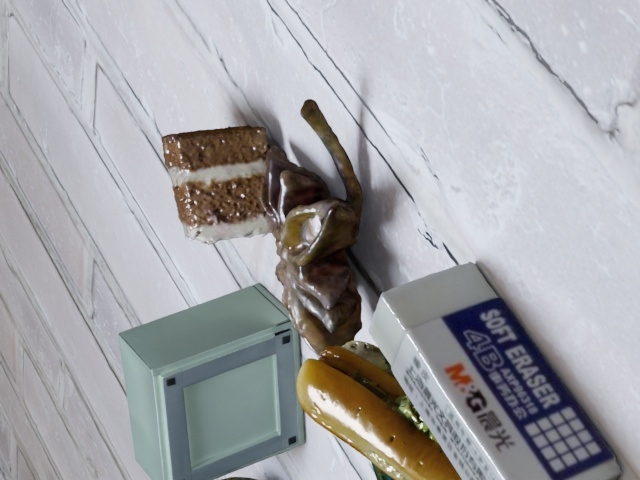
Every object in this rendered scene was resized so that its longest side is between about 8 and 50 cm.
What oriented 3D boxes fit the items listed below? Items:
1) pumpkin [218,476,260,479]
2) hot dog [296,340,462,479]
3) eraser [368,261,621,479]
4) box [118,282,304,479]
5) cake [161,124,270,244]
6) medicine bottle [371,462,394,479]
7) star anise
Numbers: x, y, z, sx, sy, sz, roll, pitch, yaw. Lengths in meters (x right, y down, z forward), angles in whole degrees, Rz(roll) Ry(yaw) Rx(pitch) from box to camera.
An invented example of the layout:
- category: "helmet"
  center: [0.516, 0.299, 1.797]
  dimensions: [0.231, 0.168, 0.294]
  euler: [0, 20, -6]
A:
- category: "pumpkin"
  center: [-0.111, 0.481, 2.227]
  dimensions: [0.260, 0.189, 0.260]
  euler: [177, 90, -87]
- category: "hot dog"
  center: [0.120, 0.210, 1.594]
  dimensions: [0.337, 0.135, 0.100]
  euler: [34, 119, 33]
- category: "eraser"
  center: [0.172, 0.160, 1.492]
  dimensions: [0.279, 0.124, 0.081]
  euler: [57, 151, 29]
- category: "box"
  center: [-0.147, 0.214, 2.061]
  dimensions: [0.117, 0.225, 0.225]
  euler: [39, 140, 48]
- category: "cake"
  center: [-0.132, -0.074, 1.919]
  dimensions: [0.135, 0.134, 0.147]
  euler: [-155, 60, -75]
- category: "medicine bottle"
  center: [0.115, 0.282, 1.741]
  dimensions: [0.121, 0.083, 0.229]
  euler: [-14, 95, 63]
- category: "star anise"
  center: [-0.002, 0.000, 1.756]
  dimensions: [0.292, 0.109, 0.350]
  euler: [-167, 64, -68]
